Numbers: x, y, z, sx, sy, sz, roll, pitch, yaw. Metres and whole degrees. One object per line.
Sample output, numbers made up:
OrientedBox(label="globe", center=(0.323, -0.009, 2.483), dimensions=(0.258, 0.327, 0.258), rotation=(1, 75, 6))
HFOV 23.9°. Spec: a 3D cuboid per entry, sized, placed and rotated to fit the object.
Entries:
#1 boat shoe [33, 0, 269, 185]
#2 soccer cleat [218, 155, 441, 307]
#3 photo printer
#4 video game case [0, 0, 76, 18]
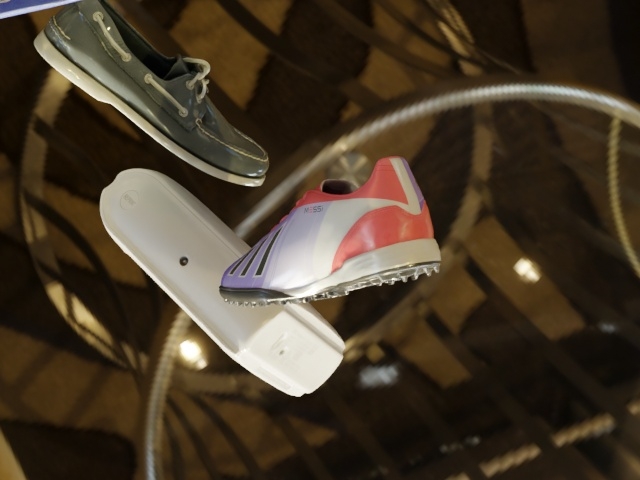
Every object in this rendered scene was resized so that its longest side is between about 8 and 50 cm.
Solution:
OrientedBox(label="boat shoe", center=(-0.175, -0.175, 1.760), dimensions=(0.319, 0.116, 0.099), rotation=(34, 103, -21))
OrientedBox(label="soccer cleat", center=(0.000, 0.000, 1.531), dimensions=(0.108, 0.318, 0.116), rotation=(-7, 85, -36))
OrientedBox(label="photo printer", center=(-0.128, 0.043, 1.856), dimensions=(0.107, 0.307, 0.256), rotation=(-48, 154, -1))
OrientedBox(label="video game case", center=(-0.249, -0.125, 0.740), dimensions=(0.269, 0.244, 0.061), rotation=(-14, 107, -9))
